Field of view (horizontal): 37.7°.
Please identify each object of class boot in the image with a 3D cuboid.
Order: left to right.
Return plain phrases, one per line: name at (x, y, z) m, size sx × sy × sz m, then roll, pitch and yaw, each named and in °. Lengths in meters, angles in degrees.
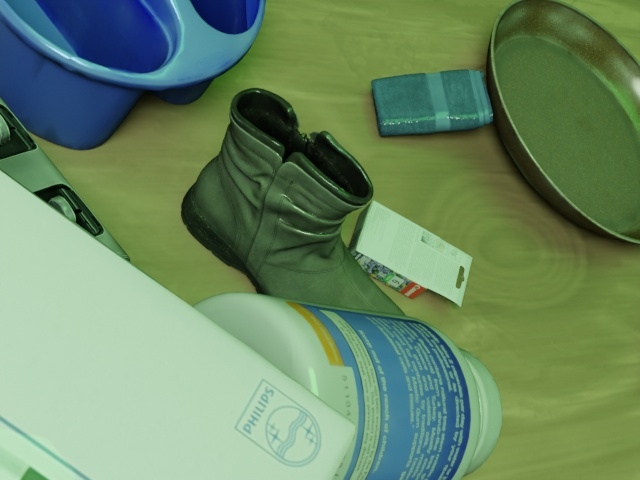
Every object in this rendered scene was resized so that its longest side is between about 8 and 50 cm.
boot at (0.000, 0.000, 0.762) m, size 0.246 × 0.161 × 0.083 m, roll 40°, pitch 53°, yaw -3°

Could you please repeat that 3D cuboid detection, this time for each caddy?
caddy at (-0.201, -0.248, 0.785) m, size 0.241 × 0.179 × 0.341 m, roll -34°, pitch 83°, yaw -36°

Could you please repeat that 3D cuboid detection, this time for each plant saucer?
plant saucer at (0.291, -0.128, 1.034) m, size 0.310 × 0.050 × 0.310 m, roll 18°, pitch 56°, yaw -28°

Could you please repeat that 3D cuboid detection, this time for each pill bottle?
pill bottle at (0.020, 0.123, 0.670) m, size 0.272 × 0.152 × 0.152 m, roll 14°, pitch 54°, yaw -51°

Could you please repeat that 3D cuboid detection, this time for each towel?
towel at (0.113, -0.139, 0.958) m, size 0.119 × 0.029 × 0.067 m, roll -5°, pitch 68°, yaw -5°

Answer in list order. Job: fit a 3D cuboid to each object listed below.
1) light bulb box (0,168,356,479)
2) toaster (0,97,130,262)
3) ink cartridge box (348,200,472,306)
light bulb box at (-0.245, 0.122, 0.445) m, size 0.361 × 0.358 × 0.225 m, roll 37°, pitch 51°, yaw -6°
toaster at (-0.230, 0.012, 0.638) m, size 0.110 × 0.185 × 0.168 m, roll -29°, pitch 72°, yaw -38°
ink cartridge box at (0.084, 0.018, 0.880) m, size 0.115 × 0.029 × 0.063 m, roll 29°, pitch 54°, yaw -12°
